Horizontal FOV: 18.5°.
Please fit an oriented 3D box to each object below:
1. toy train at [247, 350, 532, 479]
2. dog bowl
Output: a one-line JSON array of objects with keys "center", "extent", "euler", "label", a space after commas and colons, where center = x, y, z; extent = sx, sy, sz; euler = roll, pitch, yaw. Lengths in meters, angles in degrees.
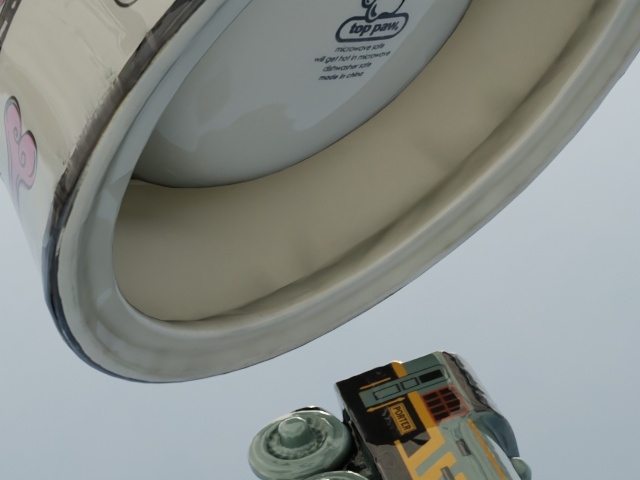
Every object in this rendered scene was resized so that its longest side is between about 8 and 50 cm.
[{"center": [0.069, 0.206, 1.377], "extent": [0.190, 0.142, 0.334], "euler": [-20, -150, -6], "label": "toy train"}, {"center": [-0.003, -0.116, 1.018], "extent": [0.408, 0.408, 0.150], "euler": [-36, -115, -7], "label": "dog bowl"}]
